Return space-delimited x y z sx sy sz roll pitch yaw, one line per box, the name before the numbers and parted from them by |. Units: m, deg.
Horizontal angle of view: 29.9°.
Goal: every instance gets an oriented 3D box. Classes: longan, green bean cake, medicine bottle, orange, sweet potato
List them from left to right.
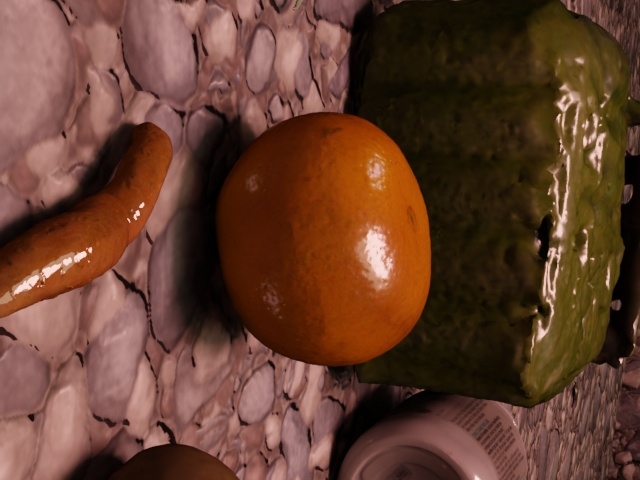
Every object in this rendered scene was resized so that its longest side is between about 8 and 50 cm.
sweet potato | -0.107 -0.007 0.561 0.179 0.044 0.044 -52 142 -53
longan | -0.076 0.156 0.605 0.113 0.092 0.113 179 -90 -86
orange | 0.000 0.000 0.727 0.156 0.124 0.156 46 37 -51
medicine bottle | 0.107 0.197 1.034 0.215 0.135 0.135 -18 111 -68
green bean cake | 0.161 -0.023 1.020 0.319 0.218 0.335 -4 97 -69

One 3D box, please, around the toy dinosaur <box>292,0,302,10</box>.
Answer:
toy dinosaur | -0.007 -0.194 0.807 0.083 0.021 0.062 -58 140 -57
